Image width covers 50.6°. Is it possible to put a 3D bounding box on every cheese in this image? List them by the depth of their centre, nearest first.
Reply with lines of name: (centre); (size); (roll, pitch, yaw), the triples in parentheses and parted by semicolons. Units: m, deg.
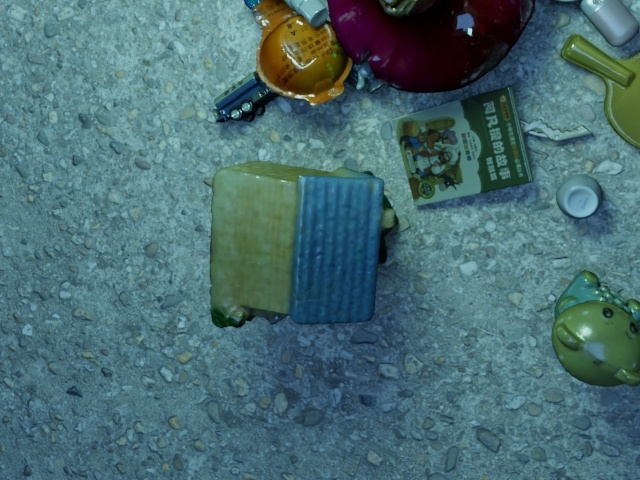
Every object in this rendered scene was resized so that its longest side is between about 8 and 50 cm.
cheese: (-0.054, -0.426, 1.439); (0.216, 0.129, 0.329); (-27, 72, -8)

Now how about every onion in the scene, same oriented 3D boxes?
onion: (0.178, -0.466, 1.224); (0.398, 0.420, 0.399); (3, 97, 23)

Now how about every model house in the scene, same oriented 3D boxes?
model house: (0.000, 0.000, 1.415); (0.342, 0.382, 0.335); (8, 106, 18)

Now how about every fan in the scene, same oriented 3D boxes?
fan: (0.510, -0.473, 1.283); (0.130, 0.074, 0.244); (-40, 82, 20)

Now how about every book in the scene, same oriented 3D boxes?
book: (0.297, -0.194, 1.434); (0.264, 0.027, 0.202); (-10, 100, 31)

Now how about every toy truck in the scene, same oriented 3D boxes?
toy truck: (-0.158, -0.334, 1.553); (0.201, 0.074, 0.088); (-29, 84, 23)

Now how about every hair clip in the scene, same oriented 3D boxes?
hair clip: (0.441, -0.231, 1.401); (0.225, 0.034, 0.072); (18, 112, 11)

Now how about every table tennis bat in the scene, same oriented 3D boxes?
table tennis bat: (0.616, -0.303, 1.319); (0.320, 0.050, 0.199); (32, 107, 5)

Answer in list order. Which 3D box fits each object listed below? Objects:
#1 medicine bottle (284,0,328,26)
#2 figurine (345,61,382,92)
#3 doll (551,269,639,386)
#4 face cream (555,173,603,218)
medicine bottle: (-0.099, -0.574, 1.396); (0.110, 0.110, 0.352); (-45, 70, 22)
figurine: (0.092, -0.358, 1.455); (0.086, 0.095, 0.082); (33, 149, -21)
doll: (0.549, 0.183, 1.347); (0.177, 0.260, 0.162); (35, 113, 6)
face cream: (0.527, -0.087, 1.376); (0.091, 0.095, 0.091); (4, 104, 18)
